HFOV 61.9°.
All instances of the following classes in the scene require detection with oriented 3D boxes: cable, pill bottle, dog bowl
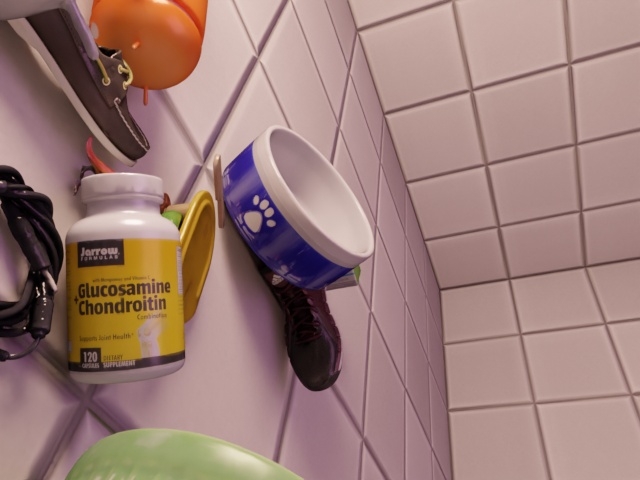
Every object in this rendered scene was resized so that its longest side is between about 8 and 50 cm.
[{"bbox_3d":[-0.263,-0.005,0.403,0.184,0.047,0.151,59,27,-45],"label":"cable"},{"bbox_3d":[-0.183,0.034,0.502,0.103,0.103,0.184,9,77,-71],"label":"pill bottle"},{"bbox_3d":[-0.032,-0.054,0.878,0.265,0.104,0.265,43,24,-24],"label":"dog bowl"}]

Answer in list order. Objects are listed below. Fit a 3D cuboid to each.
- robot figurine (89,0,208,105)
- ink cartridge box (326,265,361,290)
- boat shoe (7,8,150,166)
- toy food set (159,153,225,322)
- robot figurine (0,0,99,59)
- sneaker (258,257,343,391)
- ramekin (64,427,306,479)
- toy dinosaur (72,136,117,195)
[{"bbox_3d":[-0.198,-0.272,0.627,0.128,0.158,0.219,30,49,-45],"label":"robot figurine"},{"bbox_3d":[0.000,0.000,1.081,0.062,0.109,0.209,-68,143,-60],"label":"ink cartridge box"},{"bbox_3d":[-0.230,-0.175,0.530,0.081,0.068,0.228,51,-9,49],"label":"boat shoe"},{"bbox_3d":[-0.176,0.004,0.644,0.128,0.071,0.218,94,4,-47],"label":"toy food set"},{"bbox_3d":[-0.227,-0.251,0.244,0.353,0.300,0.200,36,11,-26],"label":"robot figurine"},{"bbox_3d":[-0.051,0.109,0.913,0.162,0.106,0.281,40,33,-52],"label":"sneaker"},{"bbox_3d":[-0.093,0.293,0.354,0.148,0.303,0.303,-50,127,-57],"label":"ramekin"},{"bbox_3d":[-0.209,-0.049,0.552,0.082,0.090,0.047,16,40,-20],"label":"toy dinosaur"}]
